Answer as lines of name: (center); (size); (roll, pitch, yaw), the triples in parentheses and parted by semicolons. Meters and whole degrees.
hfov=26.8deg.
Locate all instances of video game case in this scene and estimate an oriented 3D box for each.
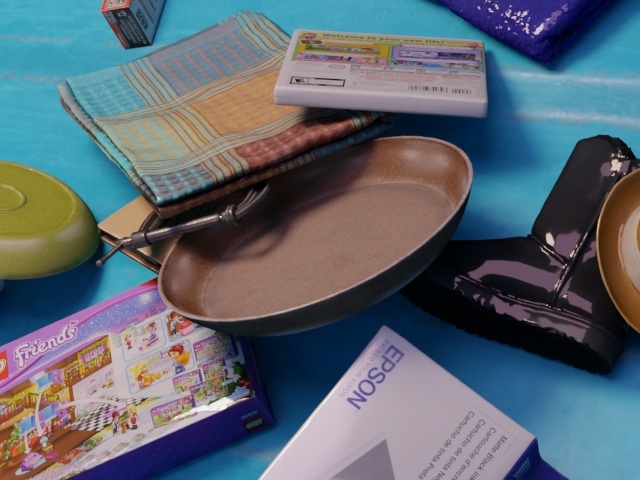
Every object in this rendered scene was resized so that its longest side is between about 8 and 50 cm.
video game case: (0.067, -0.177, 1.408); (0.212, 0.023, 0.193); (4, 27, 4)

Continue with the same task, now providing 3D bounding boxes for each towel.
towel: (-0.115, -0.151, 1.464); (0.271, 0.040, 0.370); (-23, 32, -15)
towel: (0.224, -0.335, 1.533); (0.227, 0.076, 0.308); (-46, 49, -5)

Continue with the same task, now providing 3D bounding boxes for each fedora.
fedora: (0.334, 0.007, 1.144); (0.194, 0.079, 0.194); (2, 72, -7)

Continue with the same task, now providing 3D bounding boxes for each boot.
boot: (0.205, -0.006, 1.252); (0.246, 0.094, 0.207); (19, 67, 27)

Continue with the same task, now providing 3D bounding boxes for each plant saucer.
plant saucer: (0.000, 0.000, 1.249); (0.311, 0.050, 0.310); (-19, 24, 9)
plant saucer: (-0.359, -0.034, 1.478); (0.241, 0.037, 0.241); (12, 27, -6)

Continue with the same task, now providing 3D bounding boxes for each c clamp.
c clamp: (-0.127, -0.019, 1.320); (0.161, 0.022, 0.137); (-16, 19, 15)

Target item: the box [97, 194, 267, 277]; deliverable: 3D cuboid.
box: (-0.102, -0.024, 1.398); (0.164, 0.021, 0.201); (29, 48, 27)

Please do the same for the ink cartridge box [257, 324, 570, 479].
ink cartridge box: (0.073, 0.220, 1.105); (0.224, 0.045, 0.223); (36, 72, 12)

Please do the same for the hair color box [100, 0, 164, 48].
hair color box: (-0.233, -0.323, 1.727); (0.043, 0.072, 0.141); (-5, 51, 20)

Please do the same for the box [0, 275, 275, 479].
box: (-0.205, 0.151, 1.341); (0.293, 0.057, 0.201); (-24, 46, 5)

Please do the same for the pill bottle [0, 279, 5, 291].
pill bottle: (-0.448, 0.080, 1.476); (0.112, 0.112, 0.186); (25, 67, 37)
